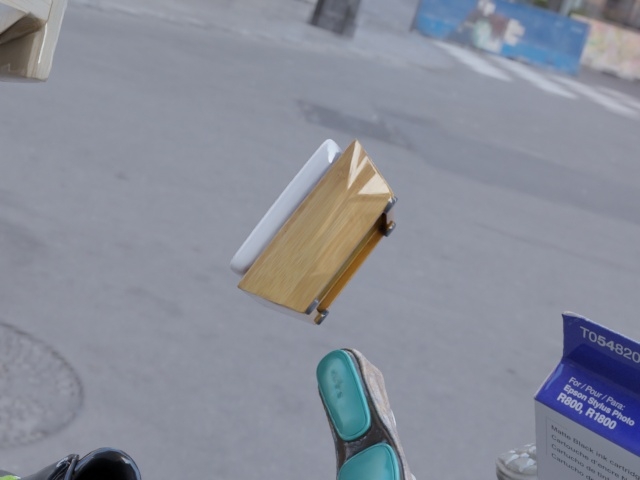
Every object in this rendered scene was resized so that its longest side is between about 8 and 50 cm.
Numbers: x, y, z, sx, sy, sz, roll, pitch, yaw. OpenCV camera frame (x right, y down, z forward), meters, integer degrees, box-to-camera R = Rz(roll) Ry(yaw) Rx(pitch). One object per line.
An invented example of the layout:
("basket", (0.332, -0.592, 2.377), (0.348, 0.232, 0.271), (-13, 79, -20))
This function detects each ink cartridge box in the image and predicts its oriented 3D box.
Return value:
("ink cartridge box", (0.254, 0.180, 0.883), (0.223, 0.224, 0.045), (26, 53, 34))

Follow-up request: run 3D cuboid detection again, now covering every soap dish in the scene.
("soap dish", (0.000, 0.000, 1.617), (0.118, 0.229, 0.291), (38, -4, 8))

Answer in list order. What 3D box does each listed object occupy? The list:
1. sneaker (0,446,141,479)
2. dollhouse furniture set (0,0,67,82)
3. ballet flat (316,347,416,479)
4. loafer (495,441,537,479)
("sneaker", (-0.117, 0.145, 0.604), (0.084, 0.097, 0.235), (36, -6, -24))
("dollhouse furniture set", (-0.418, -0.291, 0.908), (0.362, 0.256, 0.394), (16, -6, -44))
("ballet flat", (0.075, 0.283, 1.632), (0.106, 0.108, 0.316), (36, 34, -45))
("loafer", (0.261, 0.258, 1.166), (0.112, 0.111, 0.319), (-15, 7, -16))
